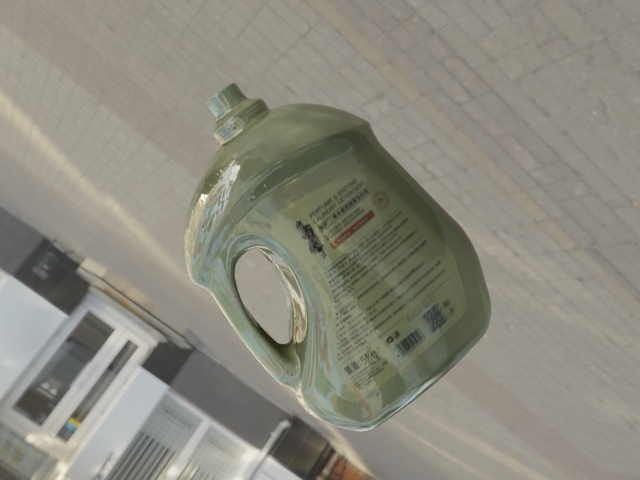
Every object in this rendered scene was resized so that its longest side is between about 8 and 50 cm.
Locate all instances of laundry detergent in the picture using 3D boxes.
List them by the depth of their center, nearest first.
[{"bbox_3d":[0.000,0.000,0.499,0.253,0.181,0.091,54,170,-11],"label":"laundry detergent"}]
